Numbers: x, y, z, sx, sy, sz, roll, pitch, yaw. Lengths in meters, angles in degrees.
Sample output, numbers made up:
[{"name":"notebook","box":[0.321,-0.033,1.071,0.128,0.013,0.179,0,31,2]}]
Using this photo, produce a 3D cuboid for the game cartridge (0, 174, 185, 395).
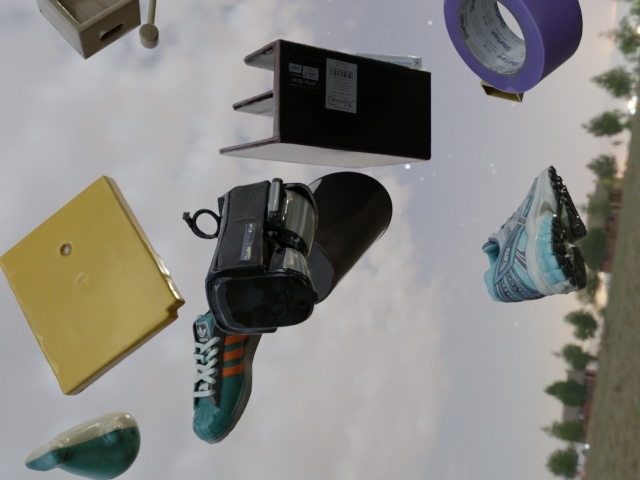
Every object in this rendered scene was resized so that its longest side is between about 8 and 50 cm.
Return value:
[{"name":"game cartridge","box":[-0.438,0.082,1.360,0.323,0.285,0.053,56,-172,18]}]

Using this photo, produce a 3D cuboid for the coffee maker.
[{"name":"coffee maker","box":[-0.086,0.024,0.863,0.120,0.171,0.178,56,-158,-31]}]

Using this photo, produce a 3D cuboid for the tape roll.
[{"name":"tape roll","box":[0.267,-0.309,1.006,0.080,0.189,0.189,-38,-39,-16]}]

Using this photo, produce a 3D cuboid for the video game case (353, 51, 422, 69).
[{"name":"video game case","box":[0.150,-0.357,1.627,0.019,0.157,0.143,95,180,-75]}]

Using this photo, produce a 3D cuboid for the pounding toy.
[{"name":"pounding toy","box":[-0.359,-0.398,1.254,0.181,0.206,0.094,-41,-7,-21]}]

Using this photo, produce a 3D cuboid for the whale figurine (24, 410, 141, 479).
[{"name":"whale figurine","box":[-0.525,0.484,1.616,0.272,0.216,0.141,4,-120,-65]}]

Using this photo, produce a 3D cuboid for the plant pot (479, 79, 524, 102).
[{"name":"plant pot","box":[0.394,-0.348,1.504,0.081,0.081,0.083,18,-89,-66]}]

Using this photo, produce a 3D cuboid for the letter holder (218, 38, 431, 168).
[{"name":"letter holder","box":[0.003,-0.209,1.187,0.302,0.214,0.152,2,-92,-35]}]

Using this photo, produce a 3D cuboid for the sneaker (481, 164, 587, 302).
[{"name":"sneaker","box":[0.277,-0.011,0.957,0.110,0.122,0.283,59,-150,-11]}]

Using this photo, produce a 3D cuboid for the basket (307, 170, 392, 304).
[{"name":"basket","box":[0.000,0.000,1.179,0.154,0.204,0.227,58,-151,-11]}]

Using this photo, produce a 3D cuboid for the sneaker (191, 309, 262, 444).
[{"name":"sneaker","box":[-0.180,0.192,1.239,0.121,0.108,0.302,36,-126,-36]}]
